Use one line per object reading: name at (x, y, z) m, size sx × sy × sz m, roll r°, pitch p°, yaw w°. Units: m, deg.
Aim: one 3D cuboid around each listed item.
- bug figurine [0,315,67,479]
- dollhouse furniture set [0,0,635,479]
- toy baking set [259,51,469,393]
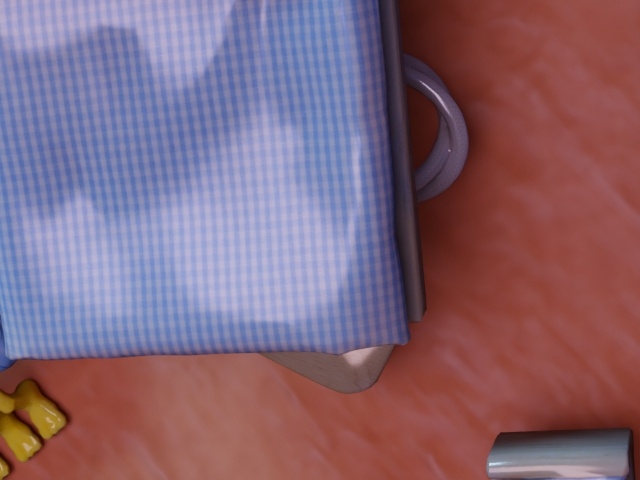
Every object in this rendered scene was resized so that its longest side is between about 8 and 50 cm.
bug figurine at (-0.227, 0.001, 0.660) m, size 0.216 × 0.072 × 0.279 m, roll -45°, pitch 80°, yaw 20°
dollhouse furniture set at (0.000, 0.000, 0.456) m, size 0.303 × 0.198 × 0.286 m, roll -1°, pitch 105°, yaw 13°
toy baking set at (-0.055, -0.077, 0.579) m, size 0.196 × 0.030 × 0.256 m, roll -4°, pitch 88°, yaw 12°
